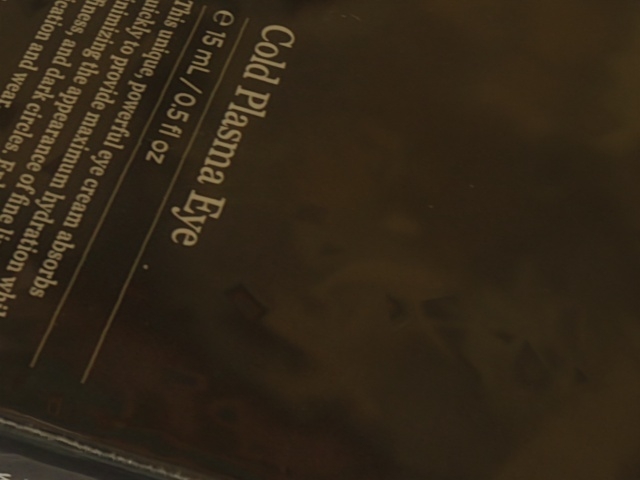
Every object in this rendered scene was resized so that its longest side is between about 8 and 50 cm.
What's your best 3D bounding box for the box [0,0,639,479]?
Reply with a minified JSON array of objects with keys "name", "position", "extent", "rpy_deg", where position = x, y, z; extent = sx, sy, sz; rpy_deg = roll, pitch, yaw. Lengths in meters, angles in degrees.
[{"name":"box","position":[0.000,0.000,0.602],"extent":[0.179,0.312,0.343],"rpy_deg":[101,7,-47]}]
